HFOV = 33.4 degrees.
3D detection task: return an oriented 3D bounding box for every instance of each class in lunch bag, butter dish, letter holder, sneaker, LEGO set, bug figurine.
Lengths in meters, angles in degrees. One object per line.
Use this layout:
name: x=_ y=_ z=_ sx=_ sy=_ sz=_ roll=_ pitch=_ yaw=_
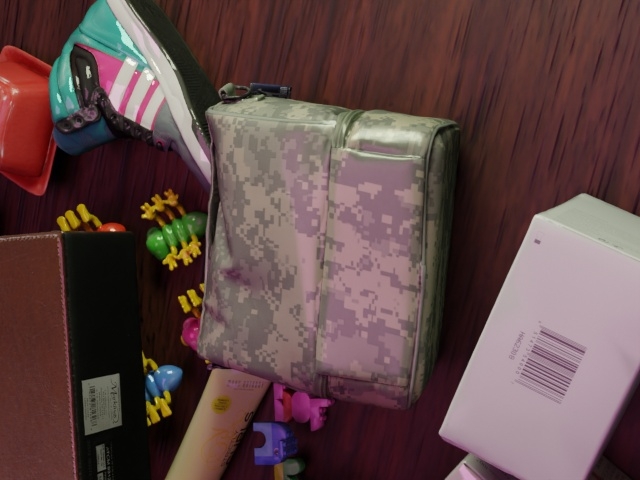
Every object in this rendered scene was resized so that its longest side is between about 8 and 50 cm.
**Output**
lunch bag: x=0.000 y=0.000 z=1.097 sx=0.256 sy=0.212 sz=0.305 roll=7 pitch=101 yaw=11
butter dish: x=-0.402 y=-0.152 z=1.314 sx=0.160 sy=0.118 sz=0.160 roll=29 pitch=108 yaw=35
letter holder: x=-0.332 y=0.146 z=1.219 sx=0.214 sy=0.152 sz=0.301 roll=-4 pitch=89 yaw=20
sneaker: x=-0.217 y=-0.138 z=1.238 sx=0.178 sy=0.124 sz=0.295 roll=-37 pitch=73 yaw=19
LEGO set: x=-0.017 y=0.277 z=1.206 sx=0.093 sy=0.087 sz=0.227 roll=-4 pitch=86 yaw=22
bug figurine: x=-0.202 y=0.072 z=1.291 sx=0.216 sy=0.072 sz=0.279 roll=-26 pitch=81 yaw=19

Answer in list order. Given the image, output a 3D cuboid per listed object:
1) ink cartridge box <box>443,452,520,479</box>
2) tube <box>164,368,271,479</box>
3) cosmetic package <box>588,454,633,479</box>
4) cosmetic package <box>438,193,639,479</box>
ink cartridge box: x=0.081 y=0.342 z=1.092 sx=0.066 sy=0.261 sz=0.296 roll=43 pitch=111 yaw=13
tube: x=-0.132 y=0.241 z=1.278 sx=0.062 sy=0.070 sz=0.240 roll=28 pitch=110 yaw=6
cosmetic package: x=0.319 y=0.359 z=1.057 sx=0.296 sy=0.129 sz=0.153 roll=39 pitch=110 yaw=15
cosmetic package: x=0.242 y=0.090 z=1.004 sx=0.138 sy=0.225 sz=0.224 roll=26 pitch=107 yaw=17
